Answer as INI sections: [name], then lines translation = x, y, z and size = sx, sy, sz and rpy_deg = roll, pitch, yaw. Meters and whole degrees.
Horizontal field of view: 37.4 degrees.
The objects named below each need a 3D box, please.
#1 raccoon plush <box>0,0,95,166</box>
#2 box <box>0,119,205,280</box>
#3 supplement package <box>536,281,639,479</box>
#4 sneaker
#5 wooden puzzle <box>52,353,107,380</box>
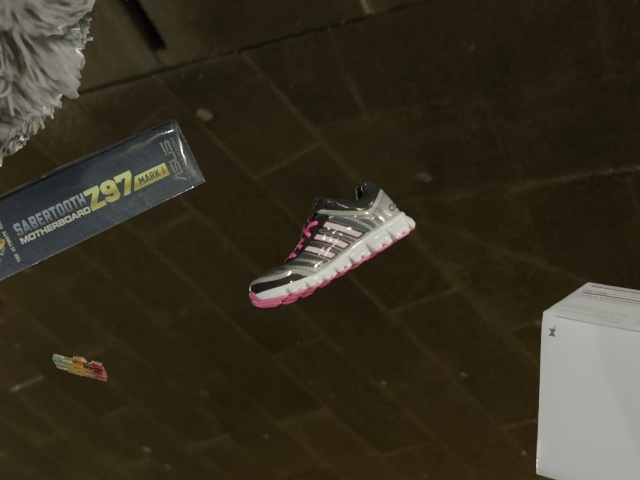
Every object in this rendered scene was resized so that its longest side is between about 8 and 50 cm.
[raccoon plush]
translation = -0.234, -0.169, 0.573
size = 0.216, 0.299, 0.446
rpy_deg = 28, 125, -18
[box]
translation = -0.208, -0.032, 0.793
size = 0.059, 0.183, 0.233
rpy_deg = 64, 166, -9
[supplement package]
translation = 0.393, 0.178, 1.057
size = 0.262, 0.145, 0.203
rpy_deg = 9, 107, 36
[sneaker]
translation = 0.000, 0.000, 0.873
size = 0.074, 0.170, 0.063
rpy_deg = 59, 167, 5
[wooden puzzle]
translation = -0.236, 0.125, 0.929
size = 0.049, 0.006, 0.083
rpy_deg = 14, 159, -2
